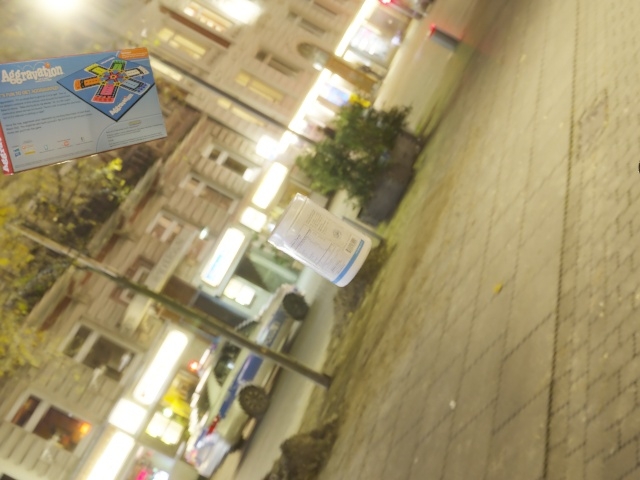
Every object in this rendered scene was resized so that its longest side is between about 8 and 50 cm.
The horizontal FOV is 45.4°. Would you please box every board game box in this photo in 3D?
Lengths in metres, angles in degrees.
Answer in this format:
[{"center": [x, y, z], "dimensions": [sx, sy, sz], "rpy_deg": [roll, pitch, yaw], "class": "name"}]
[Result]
[{"center": [-0.345, -0.194, 1.101], "dimensions": [0.281, 0.027, 0.145], "rpy_deg": [-26, -70, -51], "class": "board game box"}]

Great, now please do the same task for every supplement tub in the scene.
[{"center": [0.000, 0.000, 0.903], "dimensions": [0.071, 0.107, 0.071], "rpy_deg": [-56, 6, 9], "class": "supplement tub"}]

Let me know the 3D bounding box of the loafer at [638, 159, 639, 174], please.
[{"center": [0.341, -0.115, 0.723], "dimensions": [0.170, 0.061, 0.062], "rpy_deg": [106, 171, -56], "class": "loafer"}]
